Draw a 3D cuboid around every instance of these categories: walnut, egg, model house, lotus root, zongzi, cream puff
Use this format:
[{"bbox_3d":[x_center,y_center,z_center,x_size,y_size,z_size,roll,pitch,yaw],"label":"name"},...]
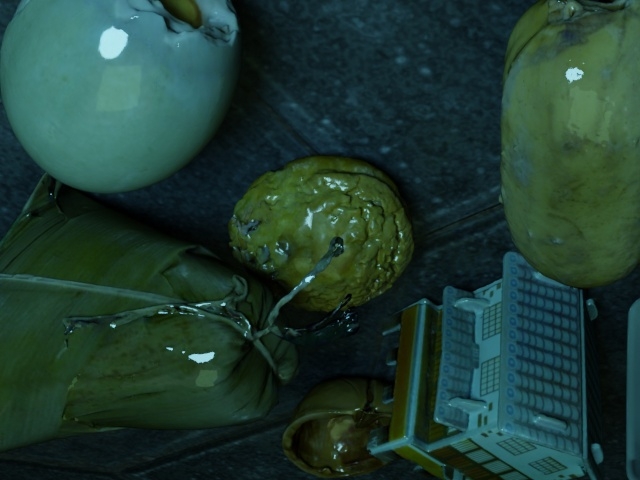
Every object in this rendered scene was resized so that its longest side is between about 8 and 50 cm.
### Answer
[{"bbox_3d":[0.033,0.229,1.259,0.167,0.087,0.211,12,142,-17],"label":"walnut"},{"bbox_3d":[-0.166,-0.130,0.782,0.183,0.183,0.217,28,127,-24],"label":"egg"},{"bbox_3d":[0.196,0.159,1.059,0.198,0.224,0.215,37,135,-29],"label":"model house"},{"bbox_3d":[0.228,-0.065,0.817,0.151,0.169,0.342,1,140,17],"label":"lotus root"},{"bbox_3d":[-0.203,0.144,0.861,0.447,0.418,0.181,19,148,39],"label":"zongzi"},{"bbox_3d":[0.000,0.000,0.961,0.189,0.129,0.189,1,138,1],"label":"cream puff"}]

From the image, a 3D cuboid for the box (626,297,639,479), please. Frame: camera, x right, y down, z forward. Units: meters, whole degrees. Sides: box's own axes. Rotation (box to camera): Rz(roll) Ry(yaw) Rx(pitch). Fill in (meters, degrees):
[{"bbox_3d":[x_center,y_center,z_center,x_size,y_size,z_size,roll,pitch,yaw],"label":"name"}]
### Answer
[{"bbox_3d":[0.416,0.168,1.032,0.162,0.227,0.130,-7,151,31],"label":"box"}]
